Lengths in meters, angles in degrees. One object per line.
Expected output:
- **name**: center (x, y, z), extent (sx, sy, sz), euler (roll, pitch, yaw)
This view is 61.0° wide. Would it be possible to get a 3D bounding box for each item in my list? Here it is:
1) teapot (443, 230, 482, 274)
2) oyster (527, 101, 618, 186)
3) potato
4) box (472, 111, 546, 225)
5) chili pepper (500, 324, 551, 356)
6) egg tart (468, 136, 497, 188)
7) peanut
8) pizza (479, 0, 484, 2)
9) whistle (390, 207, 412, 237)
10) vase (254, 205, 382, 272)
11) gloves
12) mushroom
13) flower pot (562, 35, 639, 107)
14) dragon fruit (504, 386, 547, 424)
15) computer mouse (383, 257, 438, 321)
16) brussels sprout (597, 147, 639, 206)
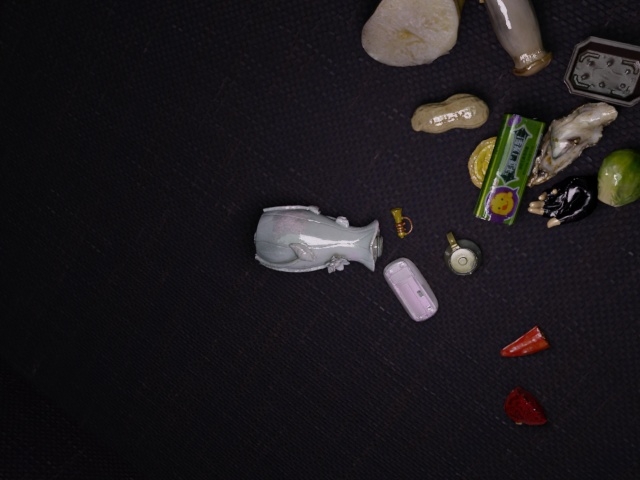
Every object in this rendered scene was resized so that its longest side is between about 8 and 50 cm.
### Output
- **teapot**: center (0.485, 0.047, 1.884), extent (0.130, 0.119, 0.166), euler (-30, 91, 17)
- **oyster**: center (0.783, -0.310, 1.749), extent (0.166, 0.110, 0.342), euler (31, 103, -5)
- **potato**: center (0.329, -0.782, 1.733), extent (0.289, 0.397, 0.296), euler (20, 69, -8)
- **box**: center (0.604, -0.229, 1.744), extent (0.134, 0.097, 0.346), euler (14, 102, 0)
- **chili pepper**: center (0.711, 0.370, 1.915), extent (0.168, 0.065, 0.088), euler (-32, 90, 21)
- **egg tart**: center (0.592, -0.256, 1.825), extent (0.191, 0.074, 0.192), euler (2, 99, 14)
- **peanut**: center (0.432, -0.426, 1.821), extent (0.256, 0.123, 0.124), euler (-3, 99, 20)
- **pizza**: center (0.525, -0.924, 1.722), extent (0.287, 0.075, 0.280), euler (36, 106, 4)
- **whistle**: center (0.293, -0.066, 1.965), extent (0.046, 0.057, 0.109), euler (4, 117, 59)
- **vase**: center (0.000, 0.000, 1.955), extent (0.444, 0.250, 0.250), euler (5, 101, 10)
- **gloves**: center (0.787, -0.126, 1.778), extent (0.203, 0.124, 0.165), euler (-6, 80, 36)
- **mushroom**: center (0.586, -0.700, 1.669), extent (0.137, 0.154, 0.408), euler (-32, 104, 6)
- **flower pot**: center (0.895, -0.521, 1.694), extent (0.250, 0.084, 0.179), euler (18, 104, 12)
- **dragon fruit**: center (0.718, 0.591, 1.946), extent (0.162, 0.083, 0.106), euler (42, 120, -5)
- **computer mouse**: center (0.329, 0.179, 1.981), extent (0.125, 0.056, 0.245), euler (-34, 89, 17)
- **brussels sprout**: center (0.952, -0.196, 1.705), extent (0.143, 0.161, 0.181), euler (38, 129, 44)
